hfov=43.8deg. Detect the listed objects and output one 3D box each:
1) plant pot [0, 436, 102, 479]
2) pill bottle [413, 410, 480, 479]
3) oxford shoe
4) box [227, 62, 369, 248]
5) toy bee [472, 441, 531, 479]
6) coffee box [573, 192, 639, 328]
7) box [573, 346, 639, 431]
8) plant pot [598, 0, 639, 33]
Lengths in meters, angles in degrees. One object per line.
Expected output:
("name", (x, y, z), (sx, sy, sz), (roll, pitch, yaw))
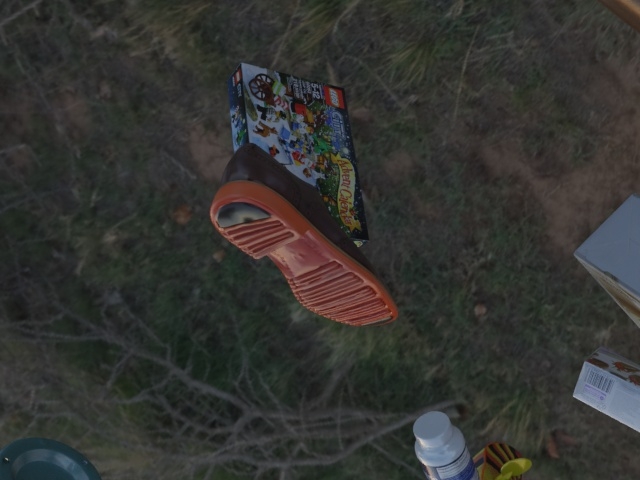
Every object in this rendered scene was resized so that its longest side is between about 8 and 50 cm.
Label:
("plant pot", (-0.468, 0.456, 1.227), (0.272, 0.272, 0.255), (39, 109, 4))
("pill bottle", (0.163, 0.284, 1.048), (0.067, 0.067, 0.120), (-4, 124, 33))
("oxford shoe", (0.000, 0.000, 0.848), (0.097, 0.098, 0.271), (-19, 134, 31))
("box", (-0.030, -0.104, 1.016), (0.044, 0.159, 0.233), (-38, 53, 50))
("toy bee", (0.285, 0.439, 1.344), (0.162, 0.298, 0.195), (32, 99, -12))
("coffee box", (0.409, 0.076, 0.867), (0.098, 0.141, 0.246), (-47, 119, 5))
("box", (0.495, 0.245, 1.040), (0.324, 0.063, 0.067), (26, 121, 33))
("plant pot", (0.356, -0.295, 0.838), (0.165, 0.167, 0.167), (35, 131, 6))
